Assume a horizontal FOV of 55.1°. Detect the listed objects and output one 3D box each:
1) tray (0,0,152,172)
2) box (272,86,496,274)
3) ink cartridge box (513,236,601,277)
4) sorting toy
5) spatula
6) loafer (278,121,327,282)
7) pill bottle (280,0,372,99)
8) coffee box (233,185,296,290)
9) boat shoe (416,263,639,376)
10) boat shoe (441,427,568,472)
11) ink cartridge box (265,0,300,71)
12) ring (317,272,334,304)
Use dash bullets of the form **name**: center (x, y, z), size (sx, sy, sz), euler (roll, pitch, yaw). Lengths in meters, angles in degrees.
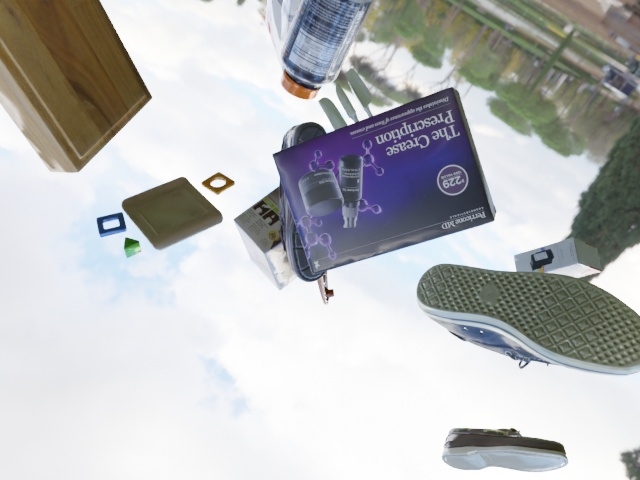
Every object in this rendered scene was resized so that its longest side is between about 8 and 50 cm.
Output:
- **tray**: center (-0.407, -0.319, 0.859), size (0.076, 0.411, 0.203), euler (6, -133, 29)
- **box**: center (0.090, -0.080, 0.857), size (0.185, 0.261, 0.103), euler (70, -161, -6)
- **ink cartridge box**: center (0.619, 0.061, 1.609), size (0.127, 0.175, 0.073), euler (15, -116, -39)
- **sorting toy**: center (-0.352, -0.061, 1.467), size (0.347, 0.047, 0.196), euler (-27, -130, -26)
- **spatula**: center (0.094, -0.219, 1.260), size (0.242, 0.019, 0.168), euler (56, -140, -20)
- **loafer**: center (-0.031, -0.074, 1.190), size (0.109, 0.303, 0.095), euler (-3, -174, -32)
- **pill bottle**: center (-0.002, -0.406, 1.235), size (0.130, 0.246, 0.131), euler (17, -138, -15)
- **coffee box**: center (-0.021, -0.053, 1.326), size (0.119, 0.297, 0.168), euler (44, 164, 29)
- **boat shoe**: center (0.438, 0.169, 1.299), size (0.499, 0.187, 0.156), euler (11, 153, 41)
- **boat shoe**: center (0.474, 0.534, 1.593), size (0.117, 0.324, 0.097), euler (54, -140, -29)
- **ink cartridge box**: center (-0.050, -0.593, 1.506), size (0.117, 0.283, 0.207), euler (-8, -122, -15)
- **ring**: center (0.000, 0.000, 1.587), size (0.032, 0.337, 0.337), euler (-9, -151, 3)
